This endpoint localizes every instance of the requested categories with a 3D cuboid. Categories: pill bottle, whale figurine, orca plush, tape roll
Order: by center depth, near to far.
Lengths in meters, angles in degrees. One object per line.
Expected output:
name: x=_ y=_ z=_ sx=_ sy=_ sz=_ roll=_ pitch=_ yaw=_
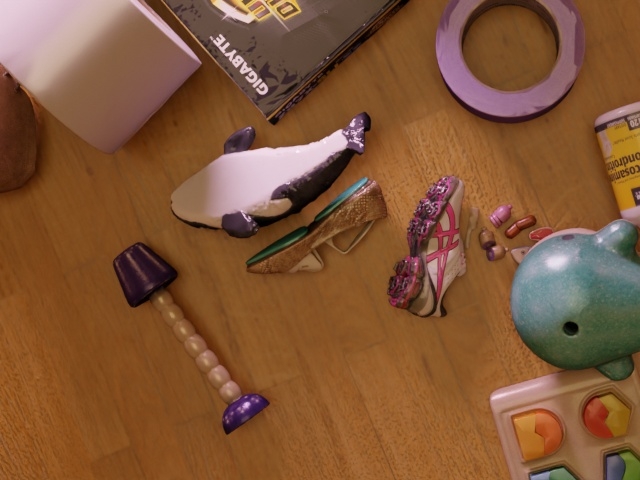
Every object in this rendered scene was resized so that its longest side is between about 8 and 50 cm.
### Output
whale figurine: x=0.366 y=0.084 z=1.700 sx=0.272 sy=0.141 sz=0.216 roll=6 pitch=113 yaw=18
pill bottle: x=0.416 y=-0.081 z=1.744 sx=0.103 sy=0.103 sz=0.184 roll=-17 pitch=86 yaw=6
tape roll: x=-0.294 y=-0.252 z=1.764 sx=0.246 sy=0.246 sz=0.169 roll=45 pitch=94 yaw=6
tape roll: x=0.242 y=-0.247 z=1.781 sx=0.189 sy=0.080 sz=0.189 roll=0 pitch=90 yaw=7
orca plush: x=-0.050 y=-0.078 z=1.813 sx=0.287 sy=0.102 sz=0.151 roll=-33 pitch=57 yaw=14

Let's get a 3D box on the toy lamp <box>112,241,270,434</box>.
toy lamp: x=-0.176 y=0.125 z=1.827 sx=0.080 sy=0.080 sz=0.275 roll=-35 pitch=86 yaw=5

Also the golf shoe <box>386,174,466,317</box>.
golf shoe: x=0.153 y=0.009 z=1.801 sx=0.086 sy=0.067 sz=0.186 roll=20 pitch=89 yaw=-22

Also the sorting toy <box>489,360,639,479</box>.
sorting toy: x=0.334 y=0.270 z=1.779 sx=0.193 sy=0.038 sz=0.208 roll=-16 pitch=87 yaw=6

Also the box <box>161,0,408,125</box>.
box: x=-0.076 y=-0.355 z=1.824 sx=0.257 sy=0.079 sz=0.322 roll=-41 pitch=84 yaw=3

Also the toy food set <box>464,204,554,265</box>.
toy food set: x=0.251 y=-0.006 z=1.804 sx=0.122 sy=0.019 sz=0.078 roll=10 pitch=90 yaw=7

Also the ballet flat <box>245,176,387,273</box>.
ballet flat: x=0.000 y=0.000 z=1.813 sx=0.206 sy=0.073 sz=0.067 roll=-34 pitch=99 yaw=9

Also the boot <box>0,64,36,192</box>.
boot: x=-0.453 y=-0.210 z=1.873 sx=0.115 sy=0.112 sz=0.305 roll=-5 pitch=83 yaw=-23
